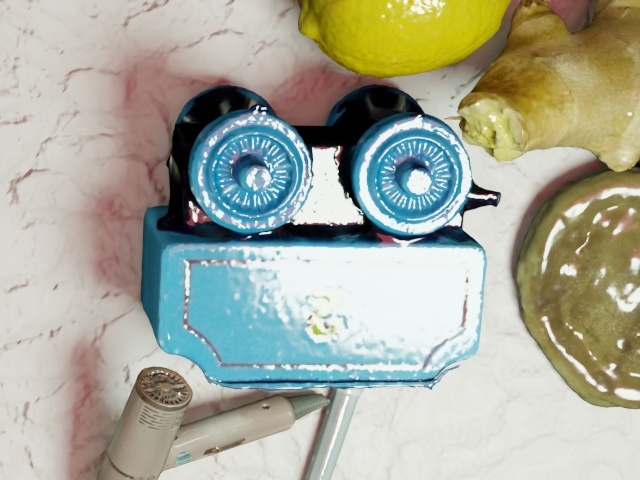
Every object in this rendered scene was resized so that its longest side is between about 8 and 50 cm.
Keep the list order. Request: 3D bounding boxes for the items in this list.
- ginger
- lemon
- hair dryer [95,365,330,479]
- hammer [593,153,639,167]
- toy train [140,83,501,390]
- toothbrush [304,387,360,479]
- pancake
[{"bbox_3d":[0.293,-0.169,1.742,0.375,0.166,0.236,7,90,-37],"label":"ginger"},{"bbox_3d":[0.074,-0.230,1.700,0.193,0.180,0.180,-27,102,16],"label":"lemon"},{"bbox_3d":[-0.101,0.188,1.761,0.220,0.053,0.195,-8,136,-39],"label":"hair dryer"},{"bbox_3d":[0.367,-0.014,1.859,0.297,0.027,0.125,40,90,-13],"label":"hammer"},{"bbox_3d":[0.000,0.000,1.708,0.300,0.188,0.265,1,104,-12],"label":"toy train"},{"bbox_3d":[-0.021,0.292,1.810,0.030,0.025,0.342,14,93,-20],"label":"toothbrush"},{"bbox_3d":[0.295,0.048,1.829,0.222,0.042,0.236,-2,104,-7],"label":"pancake"}]
